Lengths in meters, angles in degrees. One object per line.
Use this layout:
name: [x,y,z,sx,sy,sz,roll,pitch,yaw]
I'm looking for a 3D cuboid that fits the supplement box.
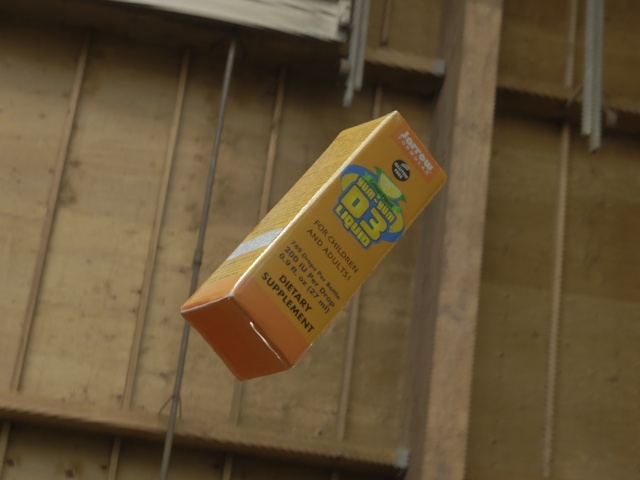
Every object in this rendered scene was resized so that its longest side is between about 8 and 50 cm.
supplement box: [0.000,0.000,0.963,0.078,0.080,0.233,50,-127,-14]
